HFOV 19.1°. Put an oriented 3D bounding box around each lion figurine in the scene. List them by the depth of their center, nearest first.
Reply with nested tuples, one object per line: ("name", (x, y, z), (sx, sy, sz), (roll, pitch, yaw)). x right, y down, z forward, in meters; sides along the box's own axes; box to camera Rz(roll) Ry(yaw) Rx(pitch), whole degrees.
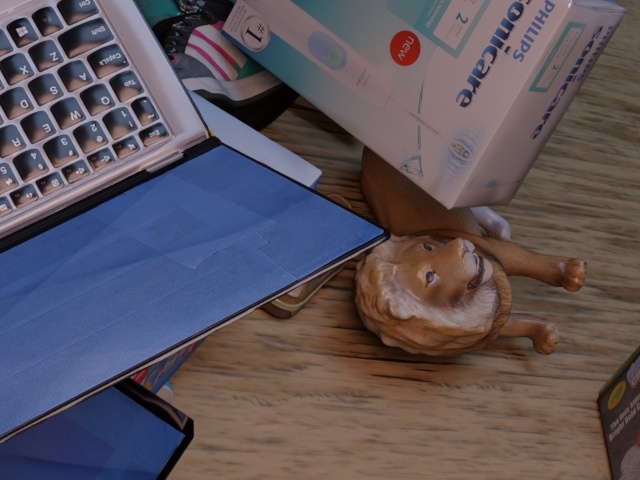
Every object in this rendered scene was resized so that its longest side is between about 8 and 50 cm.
("lion figurine", (0.109, -0.016, 1.824), (0.240, 0.142, 0.392), (12, 27, -22))

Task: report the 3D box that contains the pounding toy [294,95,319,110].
("pounding toy", (0.027, -0.179, 1.982), (0.130, 0.100, 0.141), (19, 32, 1))

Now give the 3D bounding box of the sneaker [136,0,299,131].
("sneaker", (-0.146, -0.176, 1.781), (0.178, 0.124, 0.295), (48, 28, 11))

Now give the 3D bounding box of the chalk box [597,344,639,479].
("chalk box", (0.354, 0.168, 1.788), (0.132, 0.132, 0.213), (22, 37, -18))

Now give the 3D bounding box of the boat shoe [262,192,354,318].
("boat shoe", (0.000, 0.000, 1.740), (0.068, 0.072, 0.190), (33, 33, -3))

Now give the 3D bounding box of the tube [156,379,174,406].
("tube", (-0.168, 0.059, 1.547), (0.080, 0.052, 0.207), (10, 38, -30))

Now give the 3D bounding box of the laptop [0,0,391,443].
("laptop", (-0.239, -0.064, 1.205), (0.382, 0.236, 0.408), (-27, 82, -19))

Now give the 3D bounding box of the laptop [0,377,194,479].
("laptop", (-0.248, 0.172, 1.257), (0.234, 0.136, 0.264), (34, 33, -1))

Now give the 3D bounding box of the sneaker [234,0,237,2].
("sneaker", (-0.144, -0.339, 1.959), (0.282, 0.153, 0.099), (7, 42, -35))

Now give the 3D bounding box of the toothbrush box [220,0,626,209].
("toothbrush box", (0.089, -0.196, 1.714), (0.295, 0.216, 0.126), (40, 22, 23))

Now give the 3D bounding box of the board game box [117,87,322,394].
("board game box", (-0.204, -0.027, 1.501), (0.302, 0.086, 0.308), (33, 45, 10))
